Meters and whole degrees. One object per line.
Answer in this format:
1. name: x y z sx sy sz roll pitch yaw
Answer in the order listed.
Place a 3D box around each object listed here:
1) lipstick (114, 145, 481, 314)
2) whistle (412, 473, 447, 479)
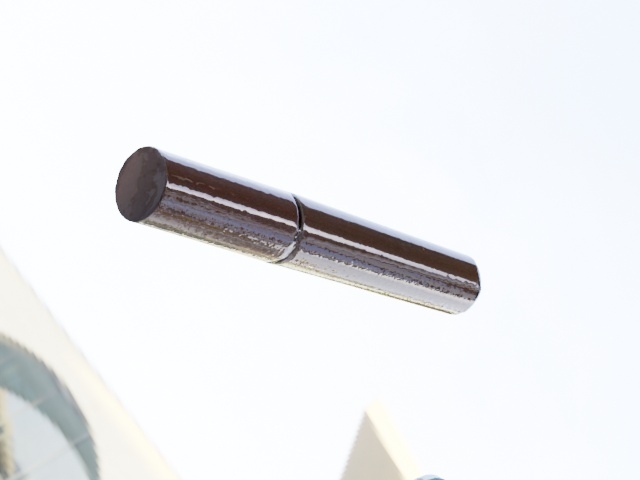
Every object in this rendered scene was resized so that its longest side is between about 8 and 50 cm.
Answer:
1. lipstick: 0.000 0.000 0.999 0.057 0.357 0.057 -14 -112 39
2. whistle: 0.002 0.155 0.527 0.090 0.090 0.158 42 -77 31
